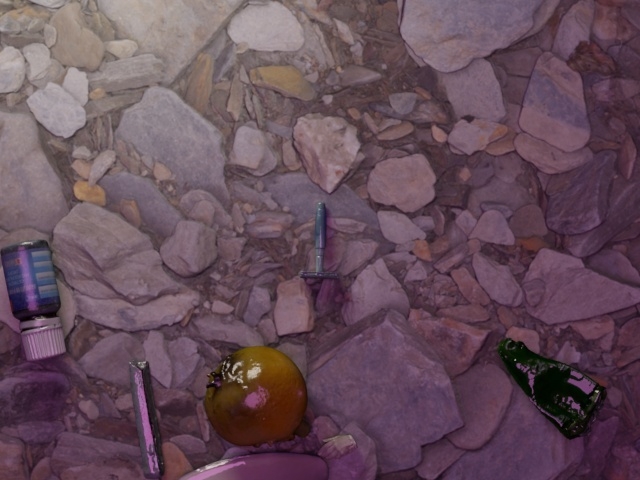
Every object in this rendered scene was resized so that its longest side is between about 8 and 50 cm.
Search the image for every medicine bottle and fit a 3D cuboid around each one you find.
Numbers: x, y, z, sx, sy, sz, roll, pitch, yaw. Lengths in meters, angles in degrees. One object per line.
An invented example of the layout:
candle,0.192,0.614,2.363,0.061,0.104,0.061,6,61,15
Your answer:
medicine bottle,-0.488,0.104,1.502,0.084,0.083,0.203,-14,88,-1

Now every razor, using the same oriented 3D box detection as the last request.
razor,0.000,0.000,1.533,0.068,0.040,0.134,2,80,0

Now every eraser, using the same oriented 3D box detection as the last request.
eraser,-0.095,0.442,1.479,0.243,0.059,0.204,-24,59,-14

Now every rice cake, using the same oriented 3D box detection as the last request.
rice cake,-0.300,0.307,1.514,0.033,0.033,0.207,-11,86,9

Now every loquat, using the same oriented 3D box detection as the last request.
loquat,-0.099,0.268,1.460,0.204,0.149,0.172,41,86,-12

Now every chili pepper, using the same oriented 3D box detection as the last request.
chili pepper,0.396,0.245,1.503,0.216,0.062,0.108,43,81,3

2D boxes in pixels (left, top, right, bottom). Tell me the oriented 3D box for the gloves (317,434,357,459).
gloves,0.033,0.353,1.512,0.081,0.037,0.044,-32,51,4
